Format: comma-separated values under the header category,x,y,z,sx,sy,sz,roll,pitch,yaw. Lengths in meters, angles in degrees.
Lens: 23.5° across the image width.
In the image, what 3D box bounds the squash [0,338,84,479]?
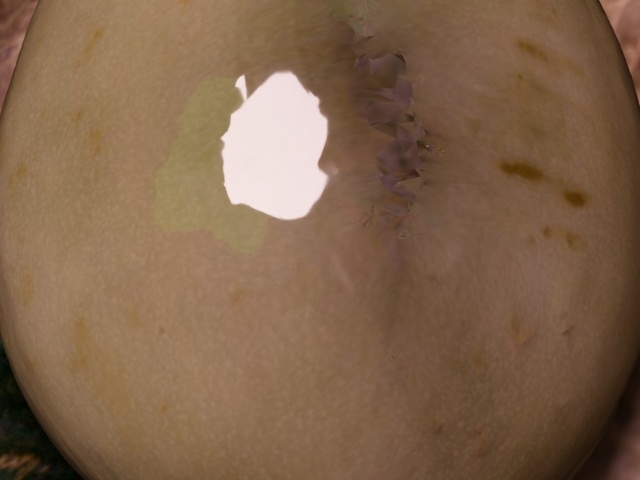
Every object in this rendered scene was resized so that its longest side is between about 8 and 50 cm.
category,x,y,z,sx,sy,sz,roll,pitch,yaw
squash,-0.195,0.071,0.749,0.218,0.172,0.218,9,106,32

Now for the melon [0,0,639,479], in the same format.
category,x,y,z,sx,sy,sz,roll,pitch,yaw
melon,-0.002,-0.015,0.592,0.271,0.271,0.308,-30,73,22
